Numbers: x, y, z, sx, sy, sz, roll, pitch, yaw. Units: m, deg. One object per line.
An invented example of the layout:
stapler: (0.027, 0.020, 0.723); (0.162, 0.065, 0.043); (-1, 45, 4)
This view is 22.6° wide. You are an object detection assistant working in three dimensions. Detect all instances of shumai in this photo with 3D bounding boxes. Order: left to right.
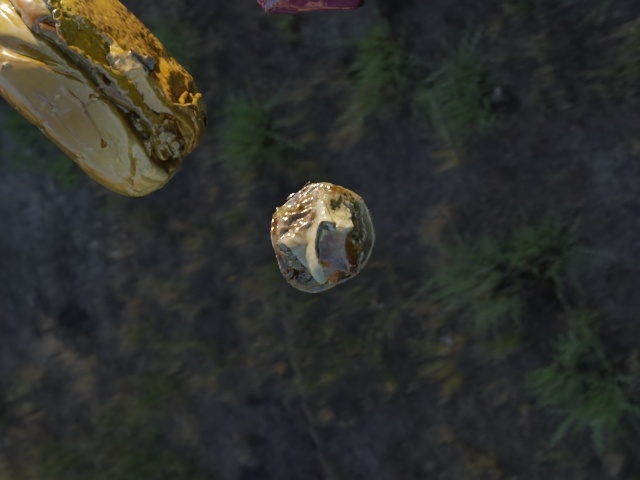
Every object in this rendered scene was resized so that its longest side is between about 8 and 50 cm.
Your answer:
shumai: (0.004, -0.001, 2.014); (0.146, 0.116, 0.145); (0, 98, 3)

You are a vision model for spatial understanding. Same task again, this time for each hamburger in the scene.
hamburger: (-0.259, -0.185, 1.775); (0.158, 0.318, 0.318); (-46, 68, 4)

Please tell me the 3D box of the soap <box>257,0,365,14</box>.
soap: (-0.019, -0.455, 2.063); (0.127, 0.220, 0.324); (45, 133, 44)
